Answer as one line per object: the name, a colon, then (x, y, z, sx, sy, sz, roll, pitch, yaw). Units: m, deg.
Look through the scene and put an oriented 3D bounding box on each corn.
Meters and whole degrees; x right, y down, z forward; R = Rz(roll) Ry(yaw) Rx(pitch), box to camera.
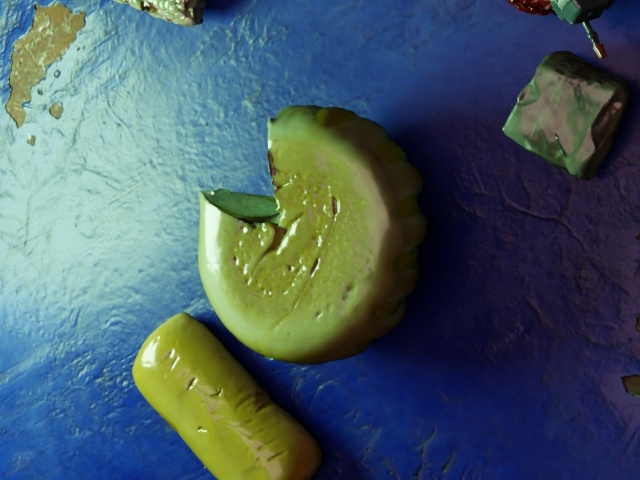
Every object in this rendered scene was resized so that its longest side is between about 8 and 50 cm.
corn: (-0.273, -0.373, 2.168, 0.280, 0.092, 0.092, 25, 104, 20)

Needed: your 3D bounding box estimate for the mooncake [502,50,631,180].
mooncake: (0.302, -0.153, 1.899, 0.125, 0.073, 0.130, 33, 109, 18)

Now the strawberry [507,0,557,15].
strawberry: (0.271, -0.340, 1.895, 0.145, 0.086, 0.145, 3, 96, 27)

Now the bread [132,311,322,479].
bread: (-0.135, 0.237, 2.138, 0.305, 0.091, 0.142, 44, 105, 17)

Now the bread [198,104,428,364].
bread: (0.000, 0.000, 2.012, 0.333, 0.160, 0.333, 3, 96, 28)

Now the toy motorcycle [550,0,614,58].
toy motorcycle: (0.366, -0.301, 1.812, 0.221, 0.102, 0.150, -16, 76, -11)
